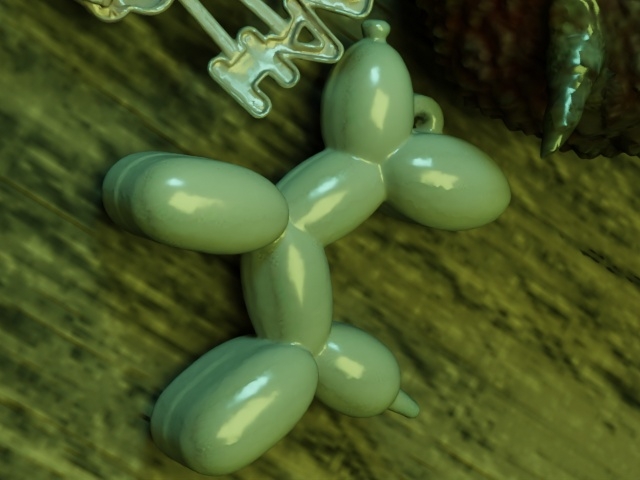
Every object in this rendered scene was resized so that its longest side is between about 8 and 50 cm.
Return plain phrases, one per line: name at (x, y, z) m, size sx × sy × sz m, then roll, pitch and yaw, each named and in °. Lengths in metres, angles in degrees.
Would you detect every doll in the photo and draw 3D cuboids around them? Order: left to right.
doll at (0.000, 0.000, 0.756) m, size 0.160 × 0.059 × 0.161 m, roll -15°, pitch 102°, yaw -25°

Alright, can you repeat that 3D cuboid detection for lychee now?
lychee at (0.111, -0.109, 0.740) m, size 0.165 × 0.165 × 0.197 m, roll 54°, pitch 39°, yaw -22°

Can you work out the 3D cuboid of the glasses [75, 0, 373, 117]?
glasses at (-0.024, -0.177, 0.688) m, size 0.162 × 0.095 × 0.255 m, roll 16°, pitch 94°, yaw -16°
